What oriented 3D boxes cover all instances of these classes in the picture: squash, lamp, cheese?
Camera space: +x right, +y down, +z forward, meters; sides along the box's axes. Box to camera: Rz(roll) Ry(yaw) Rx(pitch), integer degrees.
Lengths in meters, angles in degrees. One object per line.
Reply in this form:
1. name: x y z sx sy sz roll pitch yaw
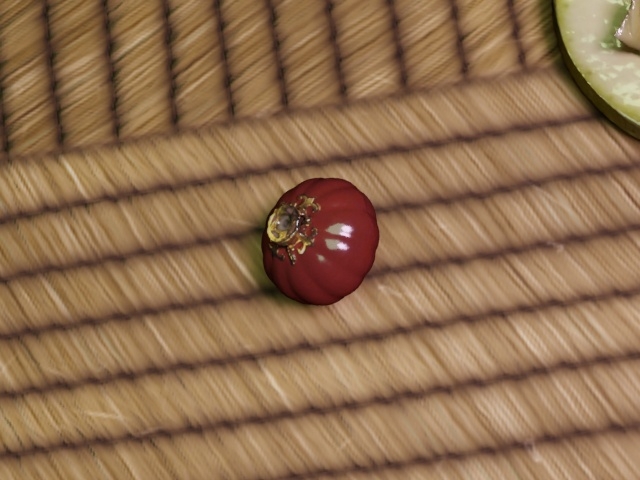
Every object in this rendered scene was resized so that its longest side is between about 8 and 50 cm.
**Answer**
1. squash: 0.311 -0.191 0.759 0.251 0.049 0.252 -2 77 8
2. lamp: 0.000 0.000 0.720 0.101 0.090 0.101 -17 63 37
3. cheese: 0.268 -0.170 0.715 0.084 0.041 0.060 9 86 6
